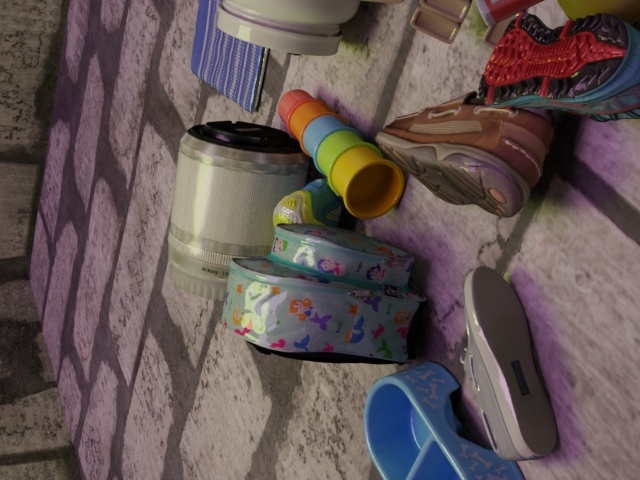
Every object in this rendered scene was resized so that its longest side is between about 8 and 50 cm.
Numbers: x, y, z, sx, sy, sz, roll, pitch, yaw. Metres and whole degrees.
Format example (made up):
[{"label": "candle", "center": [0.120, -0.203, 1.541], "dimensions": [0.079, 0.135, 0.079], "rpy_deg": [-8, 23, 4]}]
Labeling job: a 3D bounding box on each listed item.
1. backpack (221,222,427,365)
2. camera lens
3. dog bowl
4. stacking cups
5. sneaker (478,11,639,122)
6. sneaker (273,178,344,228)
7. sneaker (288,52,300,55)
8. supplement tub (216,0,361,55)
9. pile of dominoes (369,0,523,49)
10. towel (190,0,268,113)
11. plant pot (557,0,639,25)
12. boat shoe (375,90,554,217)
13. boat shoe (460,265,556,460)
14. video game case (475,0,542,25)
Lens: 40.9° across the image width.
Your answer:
[{"label": "backpack", "center": [-0.003, 0.076, 1.182], "dimensions": [0.225, 0.254, 0.191], "rpy_deg": [21, 108, 60]}, {"label": "camera lens", "center": [-0.142, -0.056, 1.463], "dimensions": [0.219, 0.219, 0.274], "rpy_deg": [35, 119, 56]}, {"label": "dog bowl", "center": [0.147, 0.286, 1.096], "dimensions": [0.297, 0.074, 0.165], "rpy_deg": [57, 137, 45]}, {"label": "stacking cups", "center": [0.017, -0.142, 1.327], "dimensions": [0.316, 0.096, 0.096], "rpy_deg": [50, 132, 53]}, {"label": "sneaker", "center": [0.255, -0.156, 0.866], "dimensions": [0.104, 0.125, 0.262], "rpy_deg": [-64, 20, 7]}, {"label": "sneaker", "center": [0.000, 0.000, 1.358], "dimensions": [0.091, 0.126, 0.240], "rpy_deg": [29, 149, 25]}, {"label": "sneaker", "center": [-0.039, -0.388, 1.448], "dimensions": [0.084, 0.058, 0.152], "rpy_deg": [-132, 46, -58]}, {"label": "supplement tub", "center": [-0.031, -0.452, 1.267], "dimensions": [0.228, 0.228, 0.316], "rpy_deg": [45, 127, 51]}, {"label": "pile of dominoes", "center": [0.172, -0.355, 0.991], "dimensions": [0.040, 0.196, 0.251], "rpy_deg": [-67, 2, -54]}, {"label": "towel", "center": [-0.187, -0.416, 1.733], "dimensions": [0.336, 0.040, 0.243], "rpy_deg": [41, 125, 53]}, {"label": "plant pot", "center": [0.280, -0.259, 0.835], "dimensions": [0.095, 0.134, 0.134], "rpy_deg": [77, 176, -61]}, {"label": "boat shoe", "center": [0.174, -0.115, 1.039], "dimensions": [0.116, 0.123, 0.324], "rpy_deg": [-52, 26, -2]}, {"label": "boat shoe", "center": [0.200, 0.146, 0.999], "dimensions": [0.081, 0.079, 0.227], "rpy_deg": [-36, 62, 50]}, {"label": "video game case", "center": [0.255, -0.336, 0.785], "dimensions": [0.285, 0.025, 0.204], "rpy_deg": [-23, 58, 19]}]
